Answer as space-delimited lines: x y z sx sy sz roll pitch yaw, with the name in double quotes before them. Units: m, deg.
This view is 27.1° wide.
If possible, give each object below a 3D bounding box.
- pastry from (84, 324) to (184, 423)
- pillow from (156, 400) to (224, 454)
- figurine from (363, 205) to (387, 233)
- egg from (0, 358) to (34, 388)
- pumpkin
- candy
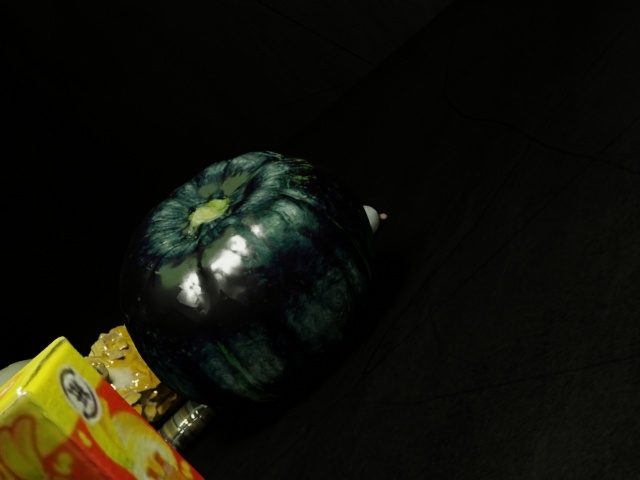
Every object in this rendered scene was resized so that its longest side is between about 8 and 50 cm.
"pastry" -0.232 0.161 1.669 0.250 0.154 0.102 -21 -41 -64
"pillow" -0.157 0.218 1.617 0.203 0.038 0.113 -43 5 -4
"figurine" -0.004 0.014 1.769 0.205 0.103 0.260 -8 4 -9
"egg" -0.366 0.264 1.723 0.219 0.219 0.269 -42 15 6
"pumpkin" -0.075 0.048 1.473 0.315 0.238 0.315 -28 29 17
"candy" -0.121 0.208 0.818 0.146 0.276 0.088 -41 10 18
